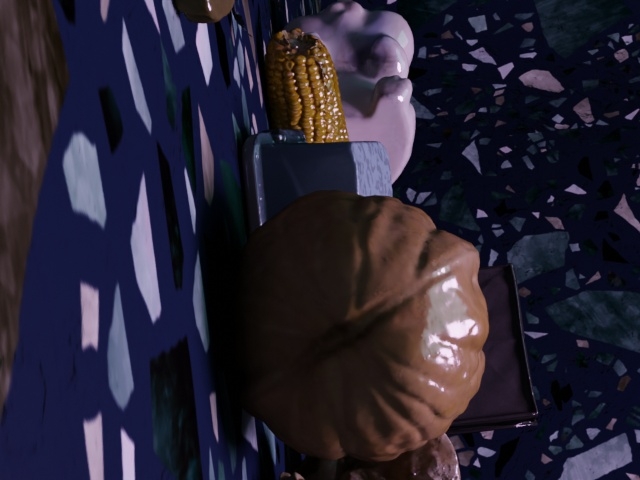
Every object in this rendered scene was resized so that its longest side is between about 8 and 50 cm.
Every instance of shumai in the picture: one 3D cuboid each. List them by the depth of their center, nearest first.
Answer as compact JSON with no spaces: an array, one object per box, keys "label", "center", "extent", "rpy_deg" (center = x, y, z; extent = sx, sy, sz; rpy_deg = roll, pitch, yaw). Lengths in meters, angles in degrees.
[{"label":"shumai","center":[0.015,0.236,0.979],"extent":[0.153,0.209,0.161],"rpy_deg":[0,60,-52]}]

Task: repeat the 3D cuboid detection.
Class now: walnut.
[{"label":"walnut","center":[0.029,0.067,0.906],"extent":[0.261,0.225,0.224],"rpy_deg":[41,43,-83]}]

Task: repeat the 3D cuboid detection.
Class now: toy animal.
[{"label":"toy animal","center":[0.035,-0.221,1.621],"extent":[0.241,0.196,0.367],"rpy_deg":[91,-1,-49]}]

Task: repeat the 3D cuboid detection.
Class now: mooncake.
[{"label":"mooncake","center":[-0.069,-0.212,0.946],"extent":[0.347,0.057,0.150],"rpy_deg":[78,19,-83]}]

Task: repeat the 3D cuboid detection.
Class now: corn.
[{"label":"corn","center":[-0.010,-0.131,1.418],"extent":[0.106,0.106,0.293],"rpy_deg":[-91,175,-56]}]

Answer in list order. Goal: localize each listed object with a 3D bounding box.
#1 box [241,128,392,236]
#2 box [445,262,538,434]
[{"label":"box","center":[0.000,0.000,1.118],"extent":[0.162,0.130,0.226],"rpy_deg":[-15,100,-71]},{"label":"box","center":[0.168,0.193,1.846],"extent":[0.204,0.345,0.251],"rpy_deg":[62,21,-73]}]
